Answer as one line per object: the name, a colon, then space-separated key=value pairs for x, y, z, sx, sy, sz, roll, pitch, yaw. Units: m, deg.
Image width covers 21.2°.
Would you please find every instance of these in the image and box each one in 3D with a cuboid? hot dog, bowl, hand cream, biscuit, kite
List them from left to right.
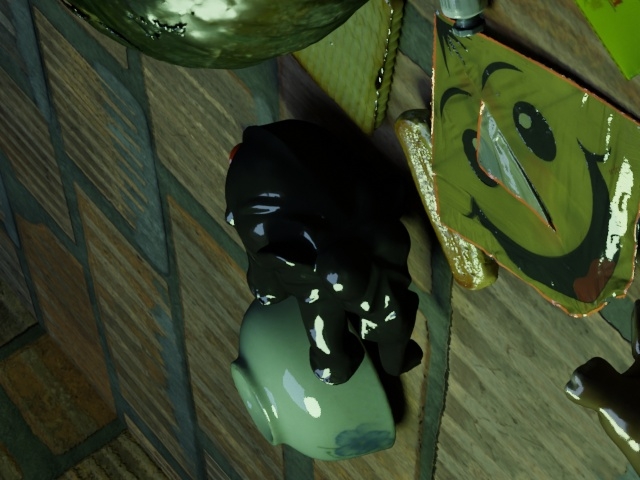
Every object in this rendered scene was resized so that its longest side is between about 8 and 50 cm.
bowl: x=-0.031 y=0.191 z=2.337 sx=0.289 sy=0.146 sz=0.289 roll=55 pitch=164 yaw=23
biscuit: x=0.021 y=-0.232 z=1.795 sx=0.172 sy=0.029 sz=0.254 roll=48 pitch=158 yaw=19
hand cream: x=0.114 y=-0.274 z=1.511 sx=0.067 sy=0.042 sz=0.194 roll=41 pitch=151 yaw=55
hot dog: x=0.140 y=-0.045 z=1.781 sx=0.066 sy=0.047 sz=0.215 roll=1 pitch=123 yaw=49
kite: x=0.189 y=-0.076 z=1.612 sx=0.327 sy=0.013 sz=0.377 roll=61 pitch=153 yaw=1

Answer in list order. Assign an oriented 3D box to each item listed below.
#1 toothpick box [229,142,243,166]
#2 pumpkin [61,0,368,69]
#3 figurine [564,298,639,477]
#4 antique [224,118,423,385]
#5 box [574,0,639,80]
toothpick box: x=-0.082 y=-0.098 z=2.203 sx=0.083 sy=0.047 sz=0.047 roll=27 pitch=145 yaw=54
pumpkin: x=-0.111 y=-0.360 z=1.439 sx=0.454 sy=0.344 sz=0.454 roll=39 pitch=144 yaw=36
figurine: x=0.321 y=0.216 z=1.577 sx=0.247 sy=0.177 sz=0.173 roll=40 pitch=138 yaw=12
antique: x=0.000 y=0.000 z=1.970 sx=0.322 sy=0.185 sz=0.255 roll=51 pitch=161 yaw=25
box: x=0.257 y=-0.243 z=1.217 sx=0.187 sy=0.047 sz=0.335 roll=56 pitch=161 yaw=-1
